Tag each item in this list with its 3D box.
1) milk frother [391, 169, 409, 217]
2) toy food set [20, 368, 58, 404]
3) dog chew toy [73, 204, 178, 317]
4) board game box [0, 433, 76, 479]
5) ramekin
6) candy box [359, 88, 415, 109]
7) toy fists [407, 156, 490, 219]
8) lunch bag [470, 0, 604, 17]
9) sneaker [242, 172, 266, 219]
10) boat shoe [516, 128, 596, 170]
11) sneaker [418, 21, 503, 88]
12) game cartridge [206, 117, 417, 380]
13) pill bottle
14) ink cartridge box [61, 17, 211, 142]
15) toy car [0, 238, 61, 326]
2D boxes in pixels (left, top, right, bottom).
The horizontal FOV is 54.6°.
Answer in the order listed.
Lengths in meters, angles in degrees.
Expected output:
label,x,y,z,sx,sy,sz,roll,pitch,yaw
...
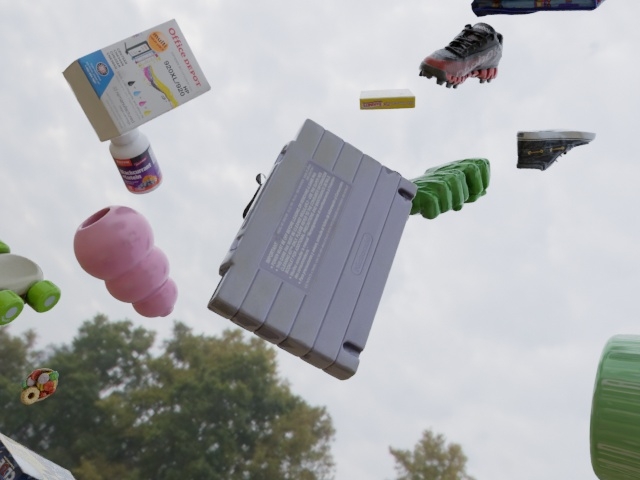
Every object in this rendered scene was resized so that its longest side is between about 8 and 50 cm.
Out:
label,x,y,z,sx,sy,sz,roll,pitch,yaw
milk frother,0.153,-0.074,1.527,0.129,0.143,0.134,-10,-37,10
toy food set,-0.633,0.327,1.399,0.020,0.083,0.082,22,-74,41
dog chew toy,-0.500,0.070,1.654,0.207,0.206,0.331,0,-51,48
board game box,-0.588,0.504,1.308,0.165,0.042,0.243,23,-25,41
ramekin,0.590,0.312,1.117,0.148,0.303,0.303,4,-51,35
candy box,0.131,-0.284,1.241,0.105,0.206,0.027,1,-73,5
toy fists,0.272,-0.113,1.333,0.142,0.279,0.096,-12,-81,43
lunch bag,0.453,-0.530,1.223,0.293,0.221,0.138,10,-48,56
sneaker,-0.075,-0.010,1.249,0.153,0.101,0.268,2,-88,12
boat shoe,0.498,-0.194,1.324,0.065,0.184,0.083,-132,-140,-69
sneaker,0.318,-0.415,1.372,0.098,0.276,0.135,39,-50,30
game cartridge,0.000,0.000,0.926,0.230,0.355,0.068,28,-33,-7
pill bottle,-0.503,-0.227,1.671,0.108,0.108,0.193,24,-35,29
ink cartridge box,-0.395,-0.343,1.342,0.168,0.233,0.171,3,-56,57
toy car,-0.546,0.118,1.009,0.155,0.149,0.188,35,-71,14
